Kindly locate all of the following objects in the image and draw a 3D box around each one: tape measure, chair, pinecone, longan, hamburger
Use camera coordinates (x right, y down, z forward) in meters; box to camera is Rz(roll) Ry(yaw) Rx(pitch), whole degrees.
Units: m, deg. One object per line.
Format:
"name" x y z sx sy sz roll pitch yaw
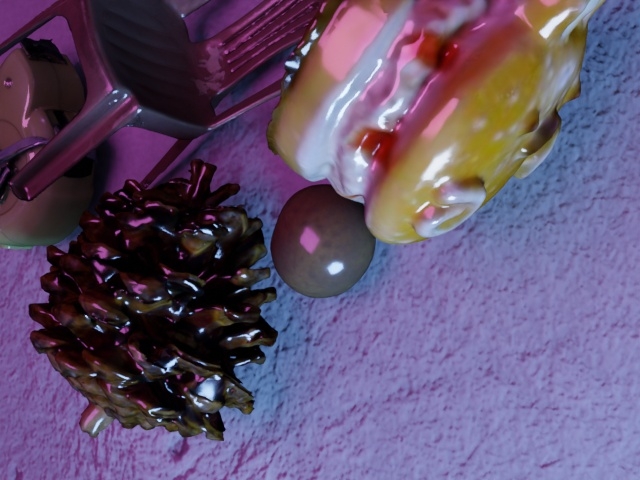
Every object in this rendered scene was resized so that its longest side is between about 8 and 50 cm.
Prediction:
"tape measure" -0.310 -0.080 1.829 0.200 0.106 0.175 -48 59 27
"chair" -0.139 -0.176 1.656 0.326 0.183 0.175 -36 62 30
"pinecone" -0.150 0.061 1.622 0.243 0.243 0.257 33 118 33
"longan" 0.000 0.000 1.603 0.113 0.092 0.113 18 110 59
"hamburger" 0.113 -0.137 1.416 0.186 0.261 0.302 36 111 14
